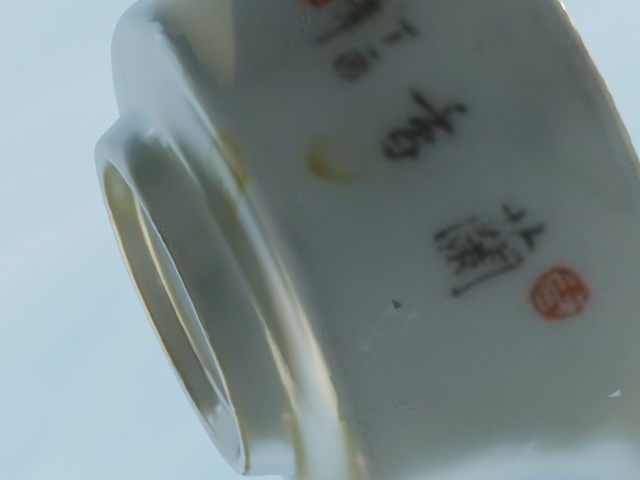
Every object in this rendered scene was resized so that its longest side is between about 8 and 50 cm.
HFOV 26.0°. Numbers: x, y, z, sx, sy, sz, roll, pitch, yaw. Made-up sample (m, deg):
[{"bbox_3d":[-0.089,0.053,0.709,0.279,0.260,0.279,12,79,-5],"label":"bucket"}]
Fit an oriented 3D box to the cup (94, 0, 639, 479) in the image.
[{"bbox_3d":[0.000,0.000,0.652,0.163,0.347,0.347,-24,-86,-14],"label":"cup"}]
